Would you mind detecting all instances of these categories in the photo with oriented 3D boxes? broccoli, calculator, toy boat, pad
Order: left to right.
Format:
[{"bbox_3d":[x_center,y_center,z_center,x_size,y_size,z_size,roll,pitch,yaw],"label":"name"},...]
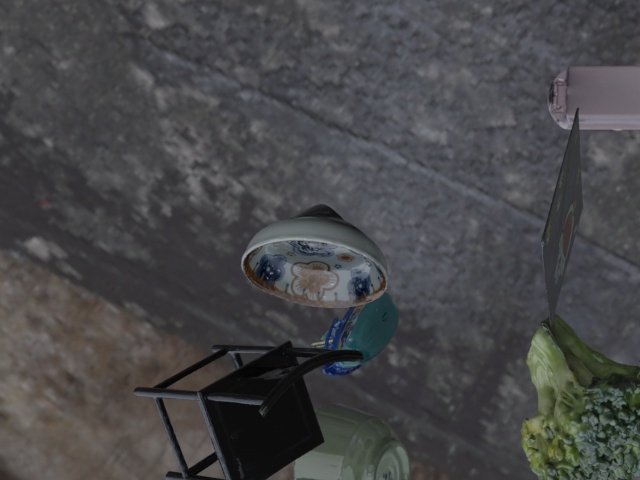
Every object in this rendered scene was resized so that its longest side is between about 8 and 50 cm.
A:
[{"bbox_3d":[0.033,0.143,1.765,0.110,0.175,0.091,-17,108,34],"label":"toy boat"},{"bbox_3d":[0.275,-0.018,1.411,0.006,0.170,0.245,13,159,18],"label":"pad"},{"bbox_3d":[0.359,0.226,1.729,0.245,0.248,0.288,46,144,26],"label":"broccoli"},{"bbox_3d":[0.383,-0.186,1.614,0.175,0.100,0.032,2,145,12],"label":"calculator"}]

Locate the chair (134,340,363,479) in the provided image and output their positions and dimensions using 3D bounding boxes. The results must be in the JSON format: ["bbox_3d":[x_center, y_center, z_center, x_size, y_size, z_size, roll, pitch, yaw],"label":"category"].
[{"bbox_3d":[-0.073,0.200,1.438,0.260,0.154,0.141,-4,108,50],"label":"chair"}]

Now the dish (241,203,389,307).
[{"bbox_3d":[0.000,0.000,1.185,0.141,0.078,0.141,8,153,4],"label":"dish"}]

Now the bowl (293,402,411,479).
[{"bbox_3d":[0.061,0.349,1.846,0.112,0.211,0.211,0,136,34],"label":"bowl"}]
